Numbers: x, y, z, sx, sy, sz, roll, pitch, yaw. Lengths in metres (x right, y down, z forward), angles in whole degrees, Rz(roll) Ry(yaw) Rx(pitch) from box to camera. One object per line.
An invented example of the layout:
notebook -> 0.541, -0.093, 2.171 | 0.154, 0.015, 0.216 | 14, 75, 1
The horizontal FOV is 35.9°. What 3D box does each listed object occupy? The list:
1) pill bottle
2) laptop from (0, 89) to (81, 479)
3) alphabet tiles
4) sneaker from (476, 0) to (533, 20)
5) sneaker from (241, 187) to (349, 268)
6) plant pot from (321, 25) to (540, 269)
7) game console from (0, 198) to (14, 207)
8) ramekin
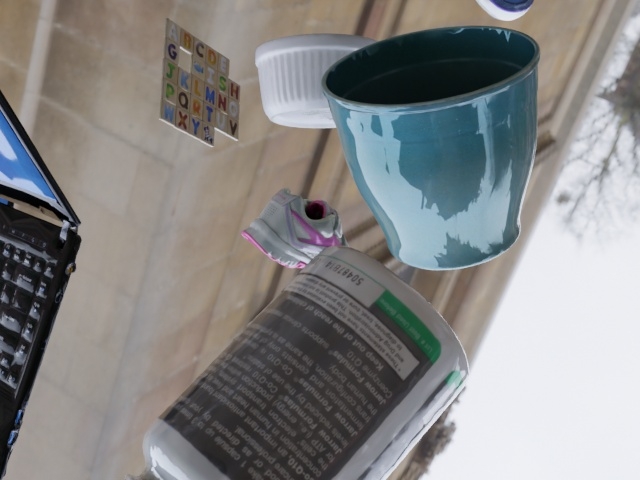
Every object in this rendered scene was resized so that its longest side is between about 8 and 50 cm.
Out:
pill bottle -> -0.040, 0.195, 0.964 | 0.204, 0.204, 0.361 | 34, -110, 29
laptop -> -0.275, -0.010, 0.624 | 0.234, 0.264, 0.136 | 18, 179, 41
alphabet tiles -> -0.222, -0.280, 1.863 | 0.009, 0.198, 0.237 | -8, 162, 29
sneaker -> 0.303, -0.515, 1.464 | 0.130, 0.323, 0.236 | -3, 176, -17
sneaker -> 0.000, 0.000, 1.526 | 0.252, 0.111, 0.103 | 28, -174, -47
plant pot -> 0.156, -0.111, 1.282 | 0.271, 0.255, 0.272 | -9, -152, 5
game console -> -0.476, -0.057, 1.334 | 0.085, 0.144, 0.124 | 15, -159, 2
ramekin -> 0.003, -0.241, 1.531 | 0.207, 0.109, 0.207 | -1, 176, 0
